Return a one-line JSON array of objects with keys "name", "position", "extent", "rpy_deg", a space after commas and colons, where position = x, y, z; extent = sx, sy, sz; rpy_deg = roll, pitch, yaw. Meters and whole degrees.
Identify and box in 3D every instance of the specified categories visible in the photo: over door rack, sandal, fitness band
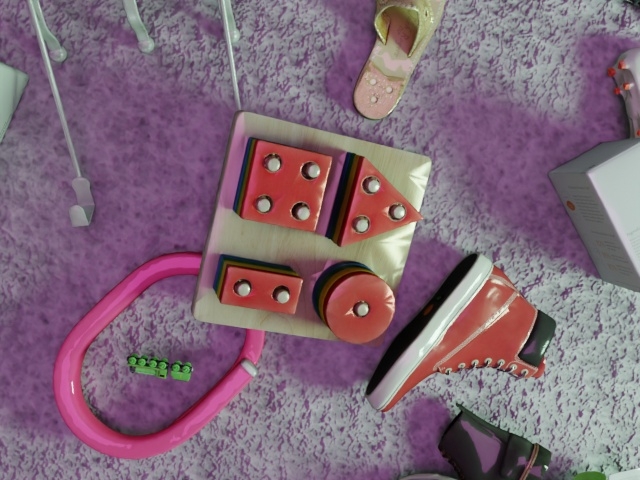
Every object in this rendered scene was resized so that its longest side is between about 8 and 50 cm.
[{"name": "over door rack", "position": [-0.212, -0.192, 0.876], "extent": [0.240, 0.108, 0.324], "rpy_deg": [-7, 109, -3]}, {"name": "sandal", "position": [0.104, -0.267, 0.888], "extent": [0.088, 0.079, 0.240], "rpy_deg": [19, 93, -4]}, {"name": "fitness band", "position": [-0.205, 0.147, 0.921], "extent": [0.291, 0.054, 0.209], "rpy_deg": [-43, 95, 0]}]

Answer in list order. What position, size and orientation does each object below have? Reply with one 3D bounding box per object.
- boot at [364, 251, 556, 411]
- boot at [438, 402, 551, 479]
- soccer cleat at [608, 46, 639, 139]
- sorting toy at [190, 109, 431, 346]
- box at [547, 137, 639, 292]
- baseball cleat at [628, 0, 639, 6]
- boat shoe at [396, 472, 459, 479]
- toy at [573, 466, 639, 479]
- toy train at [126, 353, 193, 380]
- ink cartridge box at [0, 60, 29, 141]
[{"name": "boot", "position": [0.188, 0.161, 0.928], "extent": [0.176, 0.088, 0.244], "rpy_deg": [42, 88, -7]}, {"name": "boot", "position": [0.198, 0.327, 0.959], "extent": [0.137, 0.077, 0.198], "rpy_deg": [30, 97, 11]}, {"name": "soccer cleat", "position": [0.431, -0.154, 0.923], "extent": [0.076, 0.068, 0.196], "rpy_deg": [-12, 92, -5]}, {"name": "sorting toy", "position": [0.000, 0.000, 0.861], "extent": [0.255, 0.089, 0.257], "rpy_deg": [11, 99, -19]}, {"name": "box", "position": [0.383, -0.033, 0.897], "extent": [0.091, 0.130, 0.170], "rpy_deg": [-29, 96, 0]}, {"name": "baseball cleat", "position": [0.419, -0.314, 0.906], "extent": [0.206, 0.072, 0.109], "rpy_deg": [-4, 101, 1]}, {"name": "boat shoe", "position": [0.169, 0.349, 0.893], "extent": [0.228, 0.081, 0.079], "rpy_deg": [0, 93, 33]}, {"name": "toy", "position": [0.382, 0.421, 0.970], "extent": [0.137, 0.056, 0.237], "rpy_deg": [-14, 102, -2]}, {"name": "toy train", "position": [-0.200, 0.159, 0.890], "extent": [0.083, 0.017, 0.023], "rpy_deg": [9, 103, -2]}, {"name": "ink cartridge box", "position": [-0.471, -0.161, 0.791], "extent": [0.171, 0.232, 0.168], "rpy_deg": [26, 93, -4]}]
